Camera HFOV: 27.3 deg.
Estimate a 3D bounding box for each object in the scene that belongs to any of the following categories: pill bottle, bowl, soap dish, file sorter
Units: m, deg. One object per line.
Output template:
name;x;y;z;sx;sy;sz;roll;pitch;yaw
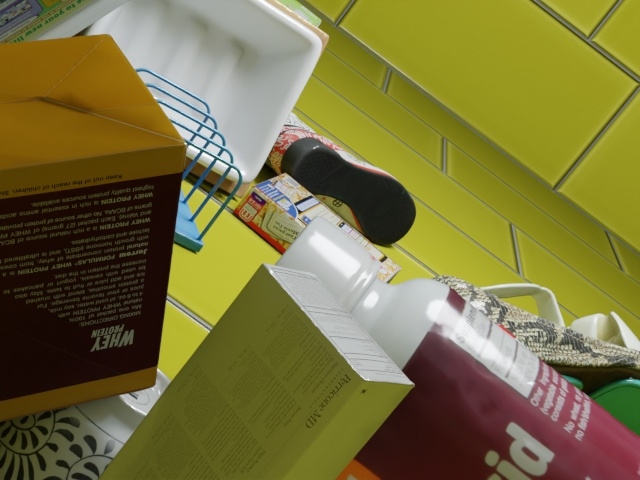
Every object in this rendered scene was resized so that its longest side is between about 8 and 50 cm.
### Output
pill bottle;0.094;0.171;1.021;0.392;0.224;0.224;38;16;1
bowl;-0.143;0.127;0.898;0.170;0.080;0.170;35;17;-12
soap dish;-0.162;-0.214;1.552;0.291;0.229;0.118;29;-2;-31
file sorter;-0.166;-0.091;1.399;0.118;0.104;0.170;27;20;-31

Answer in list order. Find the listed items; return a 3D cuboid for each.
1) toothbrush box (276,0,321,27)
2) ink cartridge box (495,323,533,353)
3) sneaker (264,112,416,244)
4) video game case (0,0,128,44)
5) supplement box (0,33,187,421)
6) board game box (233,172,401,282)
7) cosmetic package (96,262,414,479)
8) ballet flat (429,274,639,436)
toothbrush box;-0.174;-0.287;1.731;0.283;0.206;0.122;36;17;-5
ink cartridge box;0.181;0.180;1.339;0.231;0.134;0.078;44;18;18
sneaker;0.016;-0.093;1.811;0.270;0.090;0.145;29;9;-46
video game case;-0.312;-0.275;1.432;0.193;0.212;0.023;51;-9;38
supplement box;-0.202;-0.001;0.799;0.191;0.194;0.129;-11;42;-27
board game box;0.000;0.000;1.605;0.193;0.045;0.147;40;16;6
cosmetic package;-0.059;0.137;0.763;0.060;0.239;0.099;16;27;-53
ballet flat;0.296;0.145;1.591;0.482;0.164;0.182;23;46;-37
